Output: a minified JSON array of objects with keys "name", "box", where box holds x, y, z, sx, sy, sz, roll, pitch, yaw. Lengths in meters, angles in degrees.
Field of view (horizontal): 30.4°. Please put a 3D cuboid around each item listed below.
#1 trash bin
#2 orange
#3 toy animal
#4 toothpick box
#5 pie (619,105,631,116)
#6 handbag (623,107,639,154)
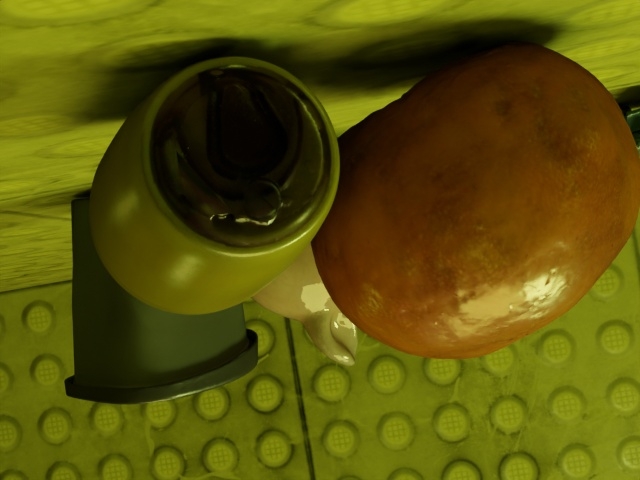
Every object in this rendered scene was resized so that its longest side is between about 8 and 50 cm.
[{"name":"trash bin","box":[-0.213,0.063,1.505,0.219,0.250,0.219,-8,-177,-43]},{"name":"orange","box":[0.126,-0.029,0.967,0.284,0.226,0.284,-36,179,-1]},{"name":"toy animal","box":[0.000,0.000,1.429,0.237,0.269,0.326,30,156,11]},{"name":"toothpick box","box":[-0.082,-0.039,0.896,0.175,0.175,0.271,-9,174,-16]},{"name":"pie","box":[0.353,-0.155,1.499,0.084,0.021,0.084,-10,176,-1]},{"name":"handbag","box":[0.431,-0.142,1.426,0.179,0.062,0.229,-16,176,7]}]
